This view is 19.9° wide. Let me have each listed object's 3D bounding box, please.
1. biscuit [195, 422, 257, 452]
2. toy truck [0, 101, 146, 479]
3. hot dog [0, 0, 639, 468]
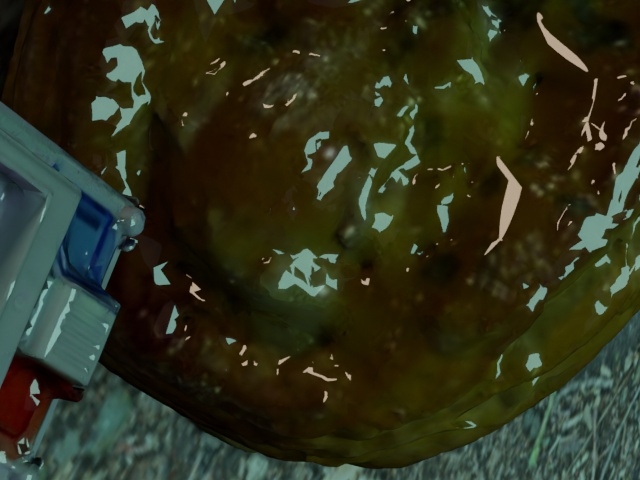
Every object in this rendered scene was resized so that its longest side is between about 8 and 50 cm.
[{"bbox_3d":[0.000,0.000,0.856,0.181,0.049,0.208,19,82,-58],"label":"biscuit"},{"bbox_3d":[-0.175,-0.029,0.450,0.268,0.155,0.124,41,65,-55],"label":"toy truck"},{"bbox_3d":[0.043,-0.101,0.721,0.387,0.267,0.174,-61,-174,-24],"label":"hot dog"}]
